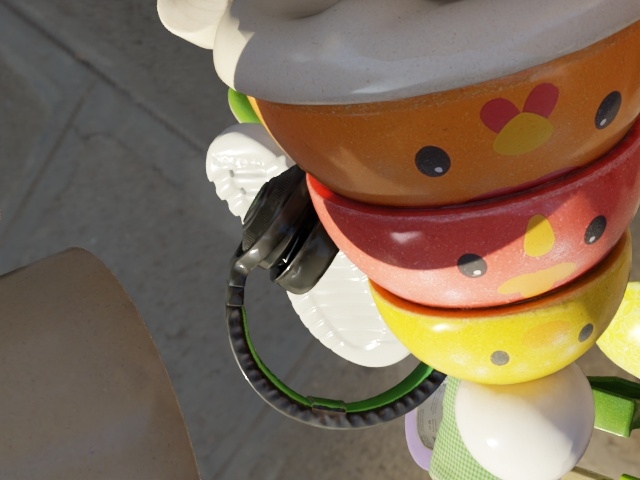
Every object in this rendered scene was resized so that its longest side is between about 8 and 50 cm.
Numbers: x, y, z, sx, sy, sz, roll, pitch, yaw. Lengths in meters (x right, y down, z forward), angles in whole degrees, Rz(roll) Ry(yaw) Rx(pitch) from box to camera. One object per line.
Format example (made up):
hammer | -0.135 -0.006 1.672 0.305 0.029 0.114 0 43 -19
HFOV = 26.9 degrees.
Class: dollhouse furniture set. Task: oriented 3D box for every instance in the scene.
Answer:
dollhouse furniture set | 0.233 0.233 1.539 0.302 0.151 0.197 15 96 36

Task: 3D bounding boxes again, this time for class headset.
headset | 0.036 -0.010 1.361 0.244 0.185 0.394 10 98 -8

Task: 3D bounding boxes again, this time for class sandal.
sandal | 0.013 -0.002 1.731 0.169 0.102 0.416 -12 126 32

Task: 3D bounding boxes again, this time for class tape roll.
tape roll | 0.211 0.260 2.013 0.080 0.189 0.189 16 111 -26

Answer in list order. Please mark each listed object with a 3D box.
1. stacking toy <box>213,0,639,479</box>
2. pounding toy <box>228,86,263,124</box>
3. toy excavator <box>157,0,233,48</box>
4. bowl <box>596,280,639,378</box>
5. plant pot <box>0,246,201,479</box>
stacking toy | 0.143 -0.010 1.052 0.351 0.350 0.479 -8 117 20
pounding toy | -0.030 -0.205 1.963 0.183 0.236 0.110 13 129 -25
toy excavator | -0.069 -0.549 1.976 0.445 0.222 0.432 -23 72 24
bowl | 0.498 0.135 1.819 0.290 0.289 0.156 -1 85 19
plant pot | -0.241 0.160 0.773 0.256 0.274 0.256 40 138 49
